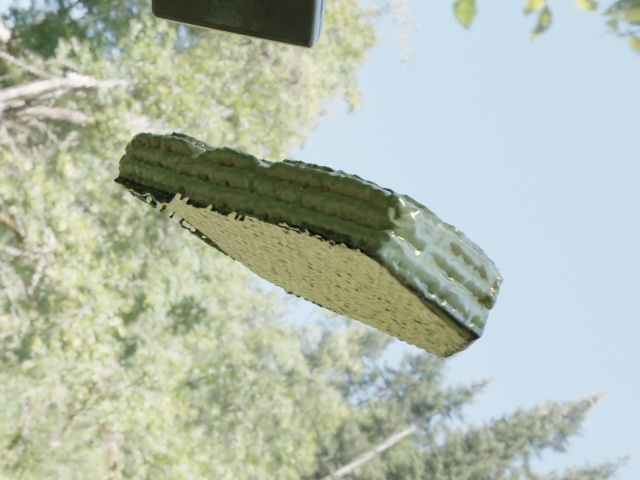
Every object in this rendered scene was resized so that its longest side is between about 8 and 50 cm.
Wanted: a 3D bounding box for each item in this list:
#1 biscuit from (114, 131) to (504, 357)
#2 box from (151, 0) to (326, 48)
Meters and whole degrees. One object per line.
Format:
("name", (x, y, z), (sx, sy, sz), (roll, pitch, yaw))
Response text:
("biscuit", (0.000, 0.000, 0.539), (0.150, 0.052, 0.252), (36, -10, -37))
("box", (-0.115, -0.340, 1.368), (0.243, 0.055, 0.103), (14, -52, 9))
